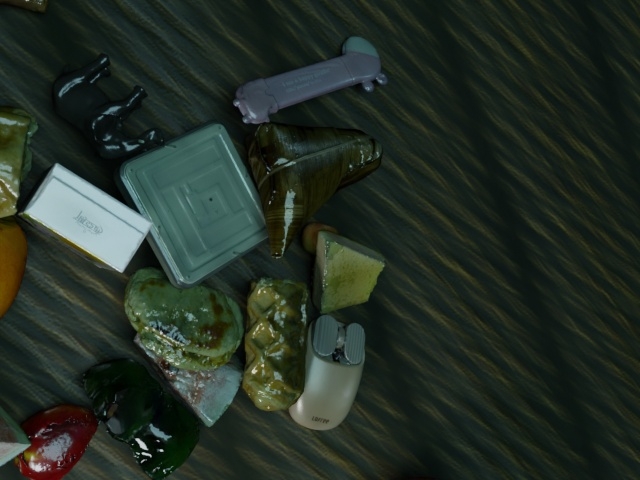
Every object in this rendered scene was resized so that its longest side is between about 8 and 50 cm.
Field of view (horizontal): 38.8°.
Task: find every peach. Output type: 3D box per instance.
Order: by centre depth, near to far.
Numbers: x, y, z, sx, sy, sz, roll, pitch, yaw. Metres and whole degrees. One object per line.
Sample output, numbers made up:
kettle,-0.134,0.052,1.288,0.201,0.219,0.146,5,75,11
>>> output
peach,-0.486,0.372,1.681,0.172,0.092,0.127,-28,96,-18

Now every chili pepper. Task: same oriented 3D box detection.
chili pepper,-0.336,0.332,1.729,0.148,0.116,0.264,-42,104,-20

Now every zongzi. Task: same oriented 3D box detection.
zongzi,-0.001,-0.097,1.832,0.286,0.134,0.288,-1,67,-21

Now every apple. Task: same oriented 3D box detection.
apple,0.000,0.000,1.891,0.084,0.084,0.071,20,84,-21

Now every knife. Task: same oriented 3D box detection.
knife,-0.020,-0.327,1.866,0.399,0.038,0.132,-25,80,-36

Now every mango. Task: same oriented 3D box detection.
mango,-0.626,0.077,1.605,0.187,0.138,0.257,8,98,-35

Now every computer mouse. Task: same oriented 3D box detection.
computer mouse,0.014,0.278,1.892,0.145,0.082,0.236,19,83,-20

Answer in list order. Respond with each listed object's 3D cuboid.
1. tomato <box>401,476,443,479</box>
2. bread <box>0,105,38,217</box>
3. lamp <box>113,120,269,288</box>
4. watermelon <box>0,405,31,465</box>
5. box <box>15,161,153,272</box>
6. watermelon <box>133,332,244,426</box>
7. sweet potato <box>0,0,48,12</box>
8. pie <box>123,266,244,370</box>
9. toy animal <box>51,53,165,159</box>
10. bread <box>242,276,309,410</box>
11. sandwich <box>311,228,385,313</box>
tomato,0.218,0.629,1.890,0.270,0.227,0.270,0,83,-3
bread,-0.632,-0.148,1.569,0.252,0.196,0.238,15,62,-15
lamp,-0.236,-0.073,1.767,0.269,0.047,0.266,-34,101,-39
watermelon,-0.654,0.299,1.539,0.250,0.292,0.283,-28,97,-45
box,-0.428,-0.038,1.621,0.194,0.260,0.111,34,76,-18
watermelon,-0.263,0.243,1.786,0.241,0.094,0.154,37,69,-15
sweet potato,-0.680,-0.467,1.613,0.385,0.109,0.109,-2,90,-23
pie,-0.259,0.145,1.746,0.248,0.090,0.201,25,48,-21
toy animal,-0.400,-0.239,1.705,0.245,0.114,0.146,37,66,22
bread,-0.087,0.204,1.805,0.152,0.130,0.267,19,69,-51
sandwich,0.065,0.051,1.880,0.162,0.058,0.193,-14,131,-22
